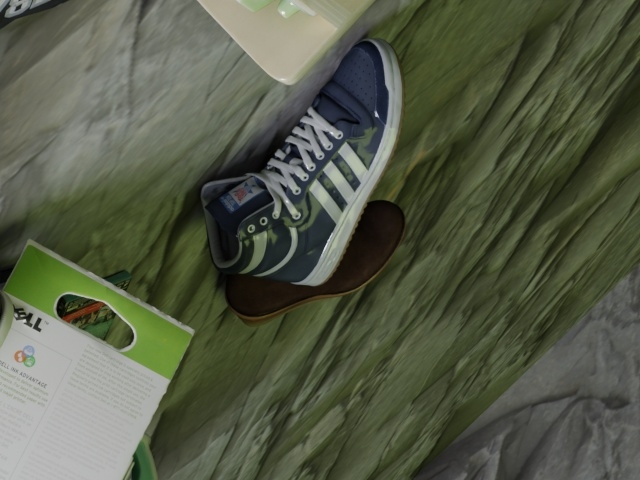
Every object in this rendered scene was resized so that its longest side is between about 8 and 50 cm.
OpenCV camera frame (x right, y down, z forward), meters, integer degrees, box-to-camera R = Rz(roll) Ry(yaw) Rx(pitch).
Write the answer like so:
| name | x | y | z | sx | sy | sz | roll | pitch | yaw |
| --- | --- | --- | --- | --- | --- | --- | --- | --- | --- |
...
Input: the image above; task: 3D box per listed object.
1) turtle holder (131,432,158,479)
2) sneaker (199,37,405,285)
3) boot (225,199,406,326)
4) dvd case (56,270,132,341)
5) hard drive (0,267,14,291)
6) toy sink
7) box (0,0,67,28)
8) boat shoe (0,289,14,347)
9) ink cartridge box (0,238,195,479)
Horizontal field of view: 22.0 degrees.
| name | x | y | z | sx | sy | sz | roll | pitch | yaw |
| --- | --- | --- | --- | --- | --- | --- | --- | --- | --- |
| turtle holder | -0.311 | 0.254 | 1.669 | 0.227 | 0.320 | 0.243 | -62 | -163 | -9 |
| sneaker | -0.023 | -0.078 | 1.674 | 0.153 | 0.099 | 0.282 | 3 | 118 | -37 |
| boot | 0.000 | 0.000 | 1.878 | 0.248 | 0.090 | 0.207 | -33 | 160 | -14 |
| dvd case | -0.247 | 0.086 | 1.708 | 0.087 | 0.013 | 0.119 | -23 | 151 | -42 |
| hard drive | -0.314 | 0.067 | 1.535 | 0.135 | 0.022 | 0.094 | -17 | 147 | -50 |
| toy sink | -0.017 | -0.259 | 1.255 | 0.234 | 0.153 | 0.131 | -46 | 159 | 10 |
| box | -0.137 | -0.263 | 0.822 | 0.293 | 0.295 | 0.073 | -29 | 155 | -31 |
| boat shoe | -0.396 | 0.124 | 1.377 | 0.305 | 0.109 | 0.091 | -38 | 131 | -12 |
| ink cartridge box | -0.258 | 0.153 | 1.509 | 0.255 | 0.189 | 0.097 | -63 | -160 | -11 |
